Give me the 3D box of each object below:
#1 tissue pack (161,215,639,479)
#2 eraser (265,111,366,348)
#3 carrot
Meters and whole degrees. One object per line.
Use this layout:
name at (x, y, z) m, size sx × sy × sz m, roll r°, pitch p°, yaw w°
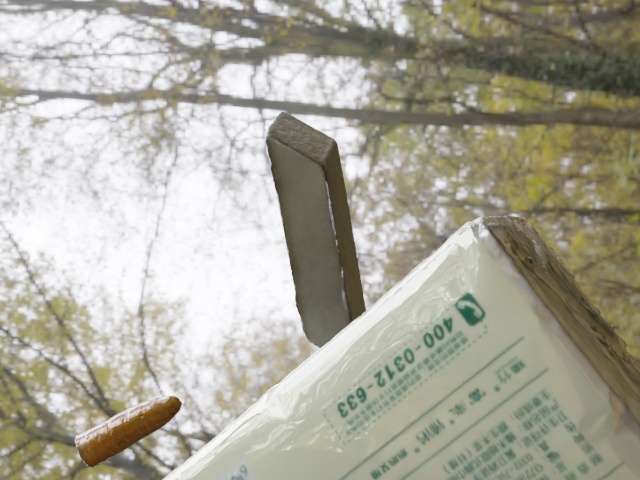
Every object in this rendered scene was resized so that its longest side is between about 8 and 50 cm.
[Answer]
tissue pack at (0.086, 0.202, 0.764) m, size 0.297 × 0.380 × 0.207 m, roll 54°, pitch -161°, yaw 11°
eraser at (-0.001, 0.000, 1.387) m, size 0.111 × 0.077 × 0.352 m, roll -70°, pitch -28°, yaw -64°
carrot at (-0.233, 0.230, 1.255) m, size 0.048 × 0.139 × 0.048 m, roll 61°, pitch -178°, yaw -4°
